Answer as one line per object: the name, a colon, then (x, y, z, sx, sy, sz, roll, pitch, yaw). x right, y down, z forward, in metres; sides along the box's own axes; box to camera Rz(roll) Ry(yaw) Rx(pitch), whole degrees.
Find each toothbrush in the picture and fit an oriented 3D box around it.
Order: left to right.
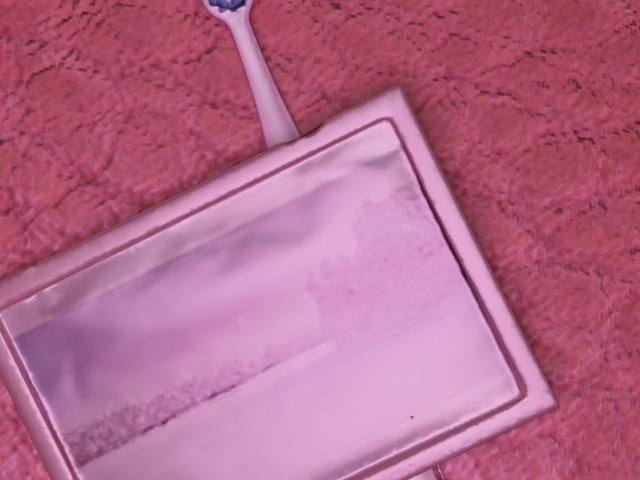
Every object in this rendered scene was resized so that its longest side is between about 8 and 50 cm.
toothbrush: (0.000, 0.000, 1.061, 0.042, 0.040, 0.418, -20, 90, 1)

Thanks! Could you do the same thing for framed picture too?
framed picture: (-0.036, 0.066, 1.037, 0.289, 0.016, 0.213, -26, 90, 5)
